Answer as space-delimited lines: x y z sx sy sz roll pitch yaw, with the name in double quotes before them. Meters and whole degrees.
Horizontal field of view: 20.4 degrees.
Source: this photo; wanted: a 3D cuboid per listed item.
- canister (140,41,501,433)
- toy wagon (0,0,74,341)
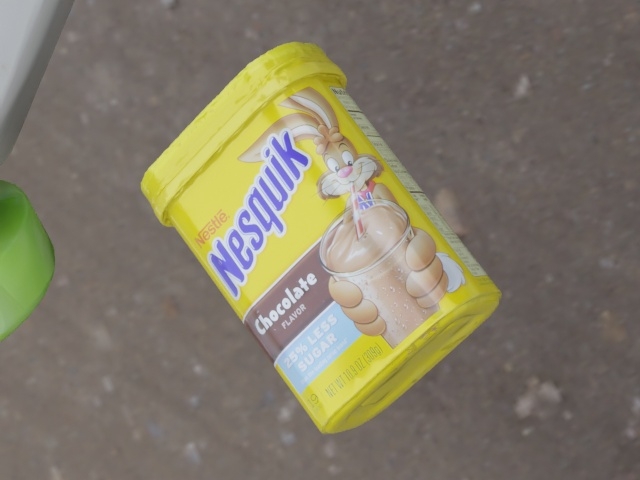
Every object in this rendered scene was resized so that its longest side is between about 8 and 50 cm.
"canister" 0.000 0.000 0.930 0.126 0.073 0.170 -44 71 23
"toy wagon" -0.146 -0.086 0.361 0.344 0.068 0.267 -7 127 25
